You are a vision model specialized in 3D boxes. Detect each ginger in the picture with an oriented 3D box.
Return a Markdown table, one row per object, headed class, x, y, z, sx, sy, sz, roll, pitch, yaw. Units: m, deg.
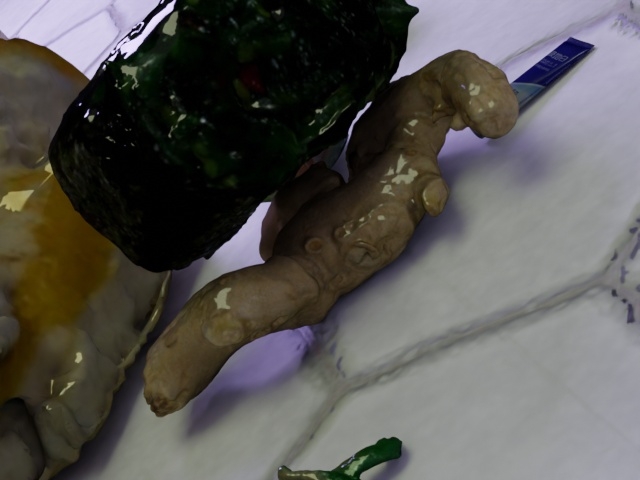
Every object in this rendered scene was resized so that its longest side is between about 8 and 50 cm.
| class | x | y | z | sx | sy | sz | roll | pitch | yaw |
| --- | --- | --- | --- | --- | --- | --- | --- | --- | --- |
| ginger | 0.000 | -0.004 | 0.796 | 0.258 | 0.065 | 0.149 | -45 | 12 | 2 |

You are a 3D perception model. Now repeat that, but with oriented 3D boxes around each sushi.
| class | x | y | z | sx | sy | sz | roll | pitch | yaw |
| --- | --- | --- | --- | --- | --- | --- | --- | --- | --- |
| sushi | -0.044 | -0.091 | 0.792 | 0.127 | 0.124 | 0.225 | -37 | 8 | 48 |

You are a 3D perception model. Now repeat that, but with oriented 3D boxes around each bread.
| class | x | y | z | sx | sy | sz | roll | pitch | yaw |
| --- | --- | --- | --- | --- | --- | --- | --- | --- | --- |
| bread | -0.322 | 0.056 | 0.908 | 0.394 | 0.250 | 0.361 | -22 | 29 | 36 |

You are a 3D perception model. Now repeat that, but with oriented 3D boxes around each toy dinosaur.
| class | x | y | z | sx | sy | sz | roll | pitch | yaw |
| --- | --- | --- | --- | --- | --- | --- | --- | --- | --- |
| toy dinosaur | 0.008 | 0.125 | 0.602 | 0.060 | 0.029 | 0.119 | -18 | 30 | 17 |

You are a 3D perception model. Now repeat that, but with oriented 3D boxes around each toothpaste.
| class | x | y | z | sx | sy | sz | roll | pitch | yaw |
| --- | --- | --- | --- | --- | --- | --- | --- | --- | --- |
| toothpaste | 0.118 | -0.089 | 0.820 | 0.083 | 0.015 | 0.024 | -38 | 32 | -9 |

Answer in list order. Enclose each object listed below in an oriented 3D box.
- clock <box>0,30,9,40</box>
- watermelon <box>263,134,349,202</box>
| class | x | y | z | sx | sy | sz | roll | pitch | yaw |
| --- | --- | --- | --- | --- | --- | --- | --- | --- | --- |
| clock | -0.445 | -0.167 | 1.673 | 0.192 | 0.071 | 0.147 | -48 | 26 | -17 |
| watermelon | -0.022 | -0.067 | 0.920 | 0.085 | 0.061 | 0.085 | -28 | 36 | 23 |
